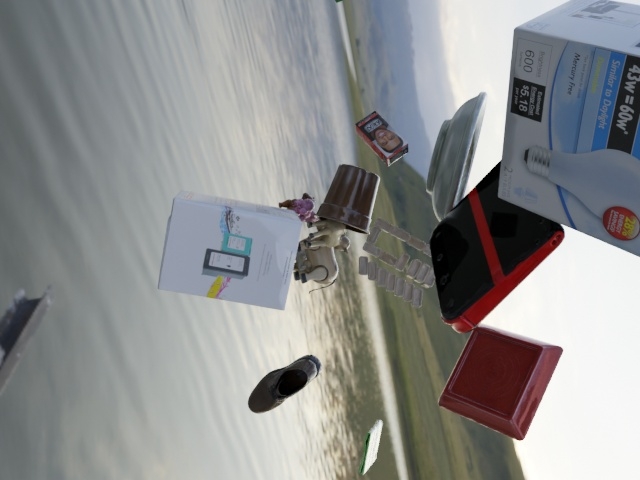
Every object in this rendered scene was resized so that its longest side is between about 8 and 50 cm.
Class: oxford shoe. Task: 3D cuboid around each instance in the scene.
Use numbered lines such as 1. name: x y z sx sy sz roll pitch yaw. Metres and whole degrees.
1. oxford shoe: -0.105 0.362 1.581 0.083 0.227 0.096 51 21 5

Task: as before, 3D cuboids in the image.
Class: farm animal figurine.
1. farm animal figurine: 0.000 0.000 1.995 0.330 0.172 0.327 -138 -139 -61

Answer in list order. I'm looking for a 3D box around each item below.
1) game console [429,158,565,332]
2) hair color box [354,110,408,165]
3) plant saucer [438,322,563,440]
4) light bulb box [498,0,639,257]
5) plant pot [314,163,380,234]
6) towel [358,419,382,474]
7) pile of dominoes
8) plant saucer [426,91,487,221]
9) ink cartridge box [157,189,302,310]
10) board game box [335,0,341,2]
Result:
1. game console: 0.385 -0.005 1.465 0.060 0.342 0.387 32 30 -18
2. hair color box: 0.160 -0.268 1.675 0.141 0.072 0.043 50 -10 26
3. plant saucer: 0.445 0.340 1.632 0.047 0.259 0.259 43 70 -39
4. light bulb box: 0.536 -0.198 1.121 0.361 0.225 0.358 30 -40 39
5. plant pot: 0.085 -0.120 1.821 0.167 0.166 0.165 43 64 -81
6. towel: 0.129 0.538 1.682 0.152 0.023 0.113 12 88 -73
7. pile of dominoes: 0.240 0.072 1.993 0.196 0.251 0.040 -61 -178 -14
8. plant saucer: 0.373 -0.226 1.811 0.400 0.100 0.401 15 90 -76
9. ink cartridge box: -0.197 0.015 1.403 0.198 0.269 0.197 -125 -134 -78
10. board game box: 0.044 -0.844 1.811 0.317 0.213 0.046 50 60 -30
